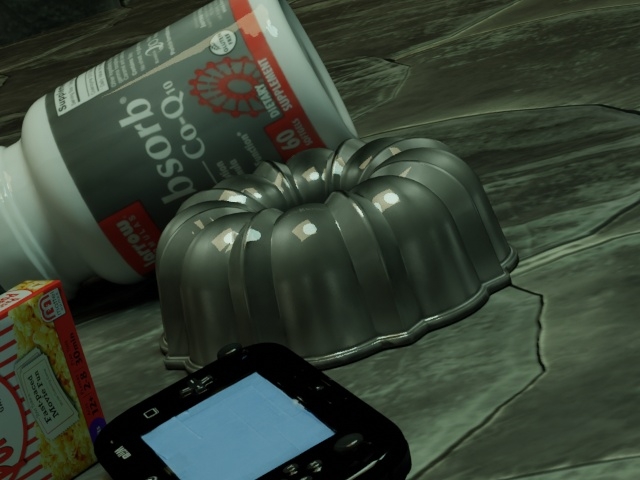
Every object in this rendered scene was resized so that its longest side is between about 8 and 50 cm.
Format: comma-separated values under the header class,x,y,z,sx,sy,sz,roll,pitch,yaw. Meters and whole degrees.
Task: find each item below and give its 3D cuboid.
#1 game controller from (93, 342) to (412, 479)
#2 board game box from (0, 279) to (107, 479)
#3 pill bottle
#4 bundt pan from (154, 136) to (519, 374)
class,x,y,z,sx,sy,sz,roll,pitch,yaw
game controller,-0.056,0.147,1.386,0.166,0.067,0.319,-20,16,-15
board game box,-0.252,0.134,1.474,0.045,0.146,0.193,-2,22,41
pill bottle,-0.160,-0.084,1.943,0.363,0.210,0.210,-29,15,7
bundt pan,0.000,0.000,1.734,0.331,0.124,0.331,-15,17,4
